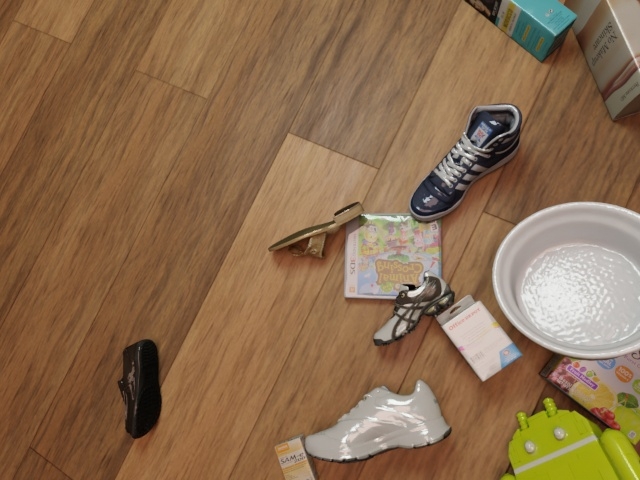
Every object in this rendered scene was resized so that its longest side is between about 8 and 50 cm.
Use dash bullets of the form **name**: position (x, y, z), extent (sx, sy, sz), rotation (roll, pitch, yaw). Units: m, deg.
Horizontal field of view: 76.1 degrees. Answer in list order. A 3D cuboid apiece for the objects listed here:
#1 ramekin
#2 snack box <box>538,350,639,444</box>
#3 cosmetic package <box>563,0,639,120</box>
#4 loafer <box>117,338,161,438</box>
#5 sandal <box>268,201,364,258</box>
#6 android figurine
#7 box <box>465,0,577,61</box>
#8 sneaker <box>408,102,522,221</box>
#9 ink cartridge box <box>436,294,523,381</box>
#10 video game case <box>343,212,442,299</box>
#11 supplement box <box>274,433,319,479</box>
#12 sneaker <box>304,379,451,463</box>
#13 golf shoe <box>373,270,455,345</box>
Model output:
- **ramekin**: position (0.468, 0.082, 0.739), extent (0.277, 0.135, 0.277), rotation (-14, 59, 26)
- **snack box**: position (0.558, 0.235, 0.771), extent (0.174, 0.070, 0.207), rotation (38, 89, 16)
- **cosmetic package**: position (0.623, -0.418, 0.819), extent (0.129, 0.153, 0.296), rotation (-17, 77, 11)
- **loafer**: position (-0.432, 0.347, 0.967), extent (0.078, 0.080, 0.220), rotation (-8, 74, 20)
- **sandal**: position (-0.001, 0.002, 0.921), extent (0.240, 0.088, 0.079), rotation (-26, 100, 15)
- **android figurine**: position (0.422, 0.409, 0.699), extent (0.056, 0.273, 0.248), rotation (30, 123, -22)
- **box**: position (0.429, -0.513, 0.899), extent (0.060, 0.100, 0.244), rotation (-42, 75, 4)
- **sneaker**: position (0.292, -0.163, 0.838), extent (0.282, 0.153, 0.099), rotation (-39, 65, 1)
- **ink cartridge box**: position (0.309, 0.189, 0.820), extent (0.092, 0.090, 0.143), rotation (-35, 75, 4)
- **video game case**: position (0.159, 0.035, 0.911), extent (0.212, 0.023, 0.193), rotation (0, 82, 12)
- **supplement box**: position (-0.051, 0.478, 0.879), extent (0.062, 0.036, 0.098), rotation (-25, 77, 7)
- **sneaker**: position (0.107, 0.376, 0.842), extent (0.297, 0.111, 0.129), rotation (-17, 63, 5)
- **golf shoe**: position (0.178, 0.141, 0.854), extent (0.198, 0.077, 0.094), rotation (-39, 82, 11)
